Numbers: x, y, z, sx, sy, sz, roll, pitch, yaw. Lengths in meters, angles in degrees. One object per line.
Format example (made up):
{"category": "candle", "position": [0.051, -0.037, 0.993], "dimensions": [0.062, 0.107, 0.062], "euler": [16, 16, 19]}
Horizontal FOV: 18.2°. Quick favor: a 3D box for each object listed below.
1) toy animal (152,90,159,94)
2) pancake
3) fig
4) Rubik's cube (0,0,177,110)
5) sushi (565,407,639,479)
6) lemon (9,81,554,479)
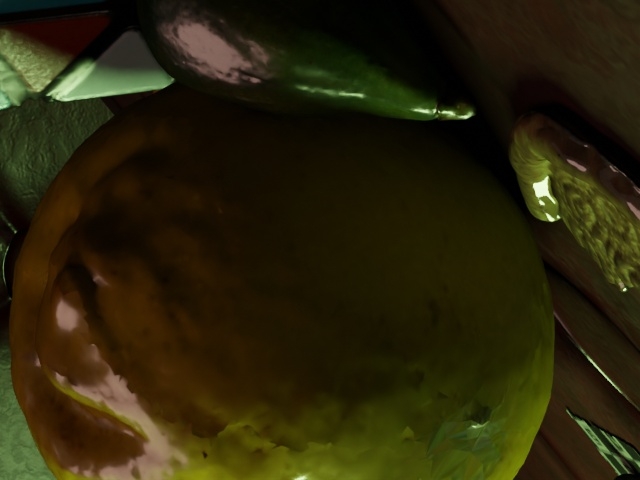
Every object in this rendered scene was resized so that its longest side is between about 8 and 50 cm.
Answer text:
{"category": "toy animal", "position": [-0.118, -0.146, 1.565], "dimensions": [0.255, 0.114, 0.116], "euler": [47, 135, 14]}
{"category": "pancake", "position": [0.146, 0.013, 0.892], "dimensions": [0.184, 0.020, 0.190], "euler": [51, 174, -25]}
{"category": "fig", "position": [-0.009, -0.100, 0.937], "dimensions": [0.177, 0.117, 0.117], "euler": [38, 171, 22]}
{"category": "Rubik's cube", "position": [-0.074, -0.177, 1.093], "dimensions": [0.250, 0.284, 0.234], "euler": [26, 157, -13]}
{"category": "sushi", "position": [0.241, 0.212, 1.409], "dimensions": [0.201, 0.031, 0.139], "euler": [51, 175, -10]}
{"category": "lemon", "position": [-0.020, 0.047, 1.065], "dimensions": [0.297, 0.297, 0.297], "euler": [49, 174, 6]}
